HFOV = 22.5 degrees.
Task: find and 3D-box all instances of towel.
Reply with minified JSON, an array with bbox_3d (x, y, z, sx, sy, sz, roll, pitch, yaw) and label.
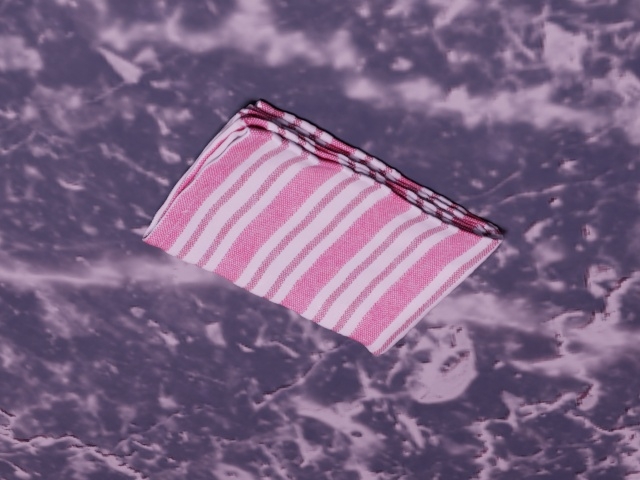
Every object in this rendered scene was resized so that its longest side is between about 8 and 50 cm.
[{"bbox_3d":[0.000,0.000,1.049,0.197,0.029,0.144,27,133,-18],"label":"towel"}]
